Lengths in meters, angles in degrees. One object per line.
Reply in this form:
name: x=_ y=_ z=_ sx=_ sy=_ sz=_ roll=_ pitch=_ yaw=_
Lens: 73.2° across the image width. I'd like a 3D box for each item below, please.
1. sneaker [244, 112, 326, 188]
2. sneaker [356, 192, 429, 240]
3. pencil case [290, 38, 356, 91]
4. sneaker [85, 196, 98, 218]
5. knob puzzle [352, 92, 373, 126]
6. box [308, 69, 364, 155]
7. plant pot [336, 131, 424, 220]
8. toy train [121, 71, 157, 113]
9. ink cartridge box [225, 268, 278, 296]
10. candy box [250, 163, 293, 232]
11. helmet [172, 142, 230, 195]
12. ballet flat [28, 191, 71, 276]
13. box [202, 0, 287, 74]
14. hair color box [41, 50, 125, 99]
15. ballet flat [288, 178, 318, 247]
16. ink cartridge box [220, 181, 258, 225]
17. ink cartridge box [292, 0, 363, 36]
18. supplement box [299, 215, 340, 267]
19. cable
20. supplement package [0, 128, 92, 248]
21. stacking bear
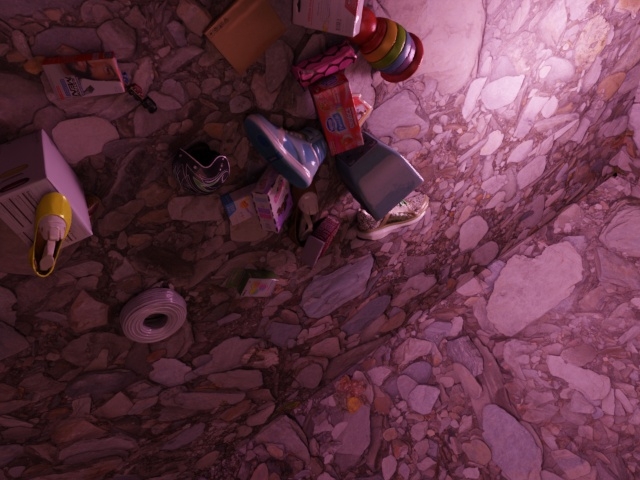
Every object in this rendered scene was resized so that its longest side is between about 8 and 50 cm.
sneaker: x=-0.107 y=-0.359 z=1.513 sx=0.319 sy=0.127 sz=0.208 roll=47 pitch=66 yaw=-30
sneaker: x=0.335 y=-0.150 z=2.009 sx=0.410 sy=0.158 sz=0.182 roll=-28 pitch=122 yaw=-18
pencil case: x=0.013 y=-0.565 z=1.380 sx=0.209 sy=0.095 sz=0.098 roll=-29 pitch=-176 yaw=-1
sneaker: x=-0.754 y=-0.065 z=1.353 sx=0.185 sy=0.070 sz=0.084 roll=-35 pitch=149 yaw=6
knob puzzle: x=0.093 y=-0.461 z=1.611 sx=0.213 sy=0.030 sz=0.213 roll=-20 pitch=137 yaw=-19
box: x=0.054 y=-0.443 z=1.501 sx=0.128 sy=0.123 sz=0.257 roll=-20 pitch=136 yaw=2
plant pot: x=0.205 y=-0.283 z=1.713 sx=0.248 sy=0.247 sz=0.252 roll=-41 pitch=126 yaw=5
toy train: x=-0.519 y=-0.420 z=1.210 sx=0.036 sy=0.027 sz=0.158 roll=-42 pitch=140 yaw=2
ink cartridge box: x=-0.303 y=0.190 z=1.913 sx=0.209 sy=0.062 sz=0.109 roll=8 pitch=123 yaw=-40
candy box: x=-0.175 y=-0.155 z=1.605 sx=0.196 sy=0.070 sz=0.165 roll=80 pitch=26 yaw=-47
helmet: x=-0.391 y=-0.225 z=1.384 sx=0.161 sy=0.169 sz=0.169 roll=-32 pitch=143 yaw=-32
ballet flat: x=-0.658 y=-0.006 z=1.051 sx=0.077 sy=0.077 sz=0.231 roll=8 pitch=122 yaw=-40
box: x=-0.215 y=-0.610 z=1.254 sx=0.201 sy=0.021 sz=0.164 roll=-42 pitch=140 yaw=5
hair color box: x=-0.602 y=-0.422 z=1.105 sx=0.167 sy=0.053 sz=0.093 roll=-13 pitch=134 yaw=-12
ballet flat: x=-0.064 y=-0.108 z=1.758 sx=0.116 sy=0.124 sz=0.342 roll=-10 pitch=132 yaw=-27
ink cartridge box: x=-0.271 y=-0.144 z=1.622 sx=0.181 sy=0.061 sz=0.104 roll=-26 pitch=139 yaw=-14
ink cartridge box: x=0.021 y=-0.685 z=1.272 sx=0.067 sy=0.198 sz=0.115 roll=-59 pitch=163 yaw=-48
supplement box: x=0.000 y=0.000 z=1.845 sx=0.130 sy=0.073 sz=0.239 roll=-66 pitch=172 yaw=31
cable: x=-0.667 y=0.305 z=1.738 sx=0.257 sy=0.089 sz=0.257 roll=-30 pitch=139 yaw=-9
supplement package: x=-0.739 y=-0.129 z=1.142 sx=0.145 sy=0.262 sz=0.204 roll=-27 pitch=139 yaw=-13
stacking bear: x=0.190 y=-0.654 z=1.411 sx=0.289 sy=0.164 sz=0.175 roll=16 pitch=117 yaw=-39
